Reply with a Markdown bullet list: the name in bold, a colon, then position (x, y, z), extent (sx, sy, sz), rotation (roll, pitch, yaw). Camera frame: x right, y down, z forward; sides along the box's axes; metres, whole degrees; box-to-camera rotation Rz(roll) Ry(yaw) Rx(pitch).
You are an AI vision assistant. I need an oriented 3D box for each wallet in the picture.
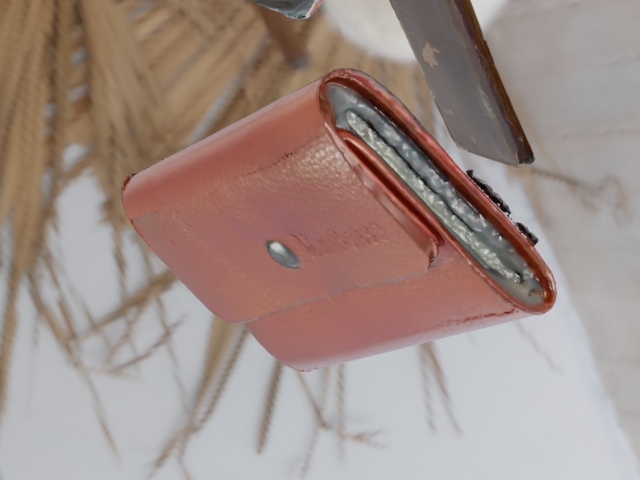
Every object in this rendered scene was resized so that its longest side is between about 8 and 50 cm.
- **wallet**: position (0.097, -0.136, 1.246), extent (0.095, 0.026, 0.176), rotation (21, 144, 57)
- **wallet**: position (0.000, 0.000, 0.802), extent (0.142, 0.045, 0.204), rotation (45, 151, -15)

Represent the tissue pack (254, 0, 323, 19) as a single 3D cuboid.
- **tissue pack**: position (0.000, -0.221, 1.002), extent (0.090, 0.103, 0.170), rotation (24, 145, -3)
